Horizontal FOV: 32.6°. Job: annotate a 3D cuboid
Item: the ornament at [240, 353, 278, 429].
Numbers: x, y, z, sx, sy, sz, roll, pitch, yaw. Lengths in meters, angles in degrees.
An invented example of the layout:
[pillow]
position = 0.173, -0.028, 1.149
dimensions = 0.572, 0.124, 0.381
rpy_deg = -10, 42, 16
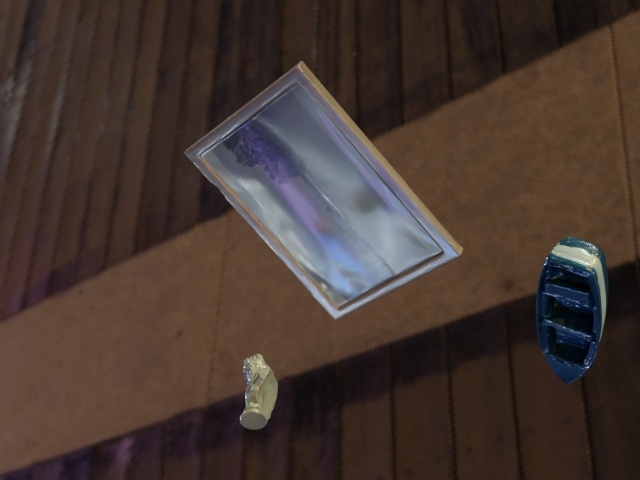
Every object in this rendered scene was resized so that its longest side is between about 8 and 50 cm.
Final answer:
[ornament]
position = -0.068, 0.170, 1.221
dimensions = 0.092, 0.041, 0.068
rpy_deg = -97, 8, -81

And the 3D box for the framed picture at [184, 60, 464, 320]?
[framed picture]
position = 0.001, -0.048, 1.294
dimensions = 0.213, 0.289, 0.016
rpy_deg = -31, 17, 38

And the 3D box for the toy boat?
[toy boat]
position = 0.364, 0.109, 1.571
dimensions = 0.096, 0.299, 0.061
rpy_deg = 18, 56, 24
